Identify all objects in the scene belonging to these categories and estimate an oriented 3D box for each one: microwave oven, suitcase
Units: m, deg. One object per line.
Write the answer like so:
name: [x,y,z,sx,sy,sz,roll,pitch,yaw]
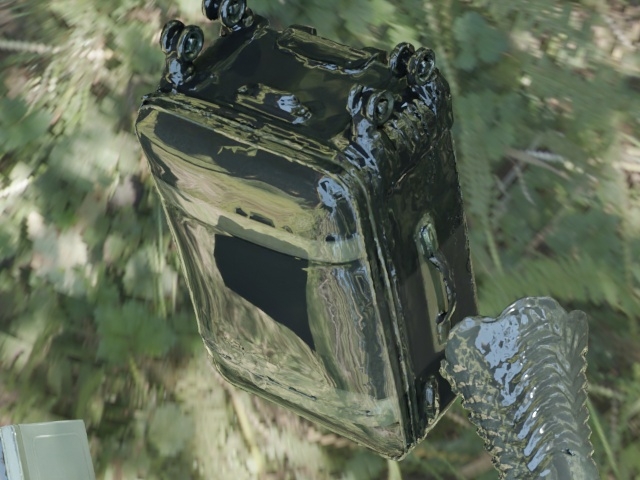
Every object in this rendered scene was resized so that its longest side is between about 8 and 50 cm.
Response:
microwave oven: [-0.289,0.282,1.729,0.129,0.163,0.205,-15,81,18]
suitcase: [0.000,0.000,1.684,0.194,0.283,0.434,-46,142,-31]

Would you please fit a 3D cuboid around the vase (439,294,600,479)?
vase: [0.156,0.165,1.228,0.115,0.237,0.115,-8,145,-6]
